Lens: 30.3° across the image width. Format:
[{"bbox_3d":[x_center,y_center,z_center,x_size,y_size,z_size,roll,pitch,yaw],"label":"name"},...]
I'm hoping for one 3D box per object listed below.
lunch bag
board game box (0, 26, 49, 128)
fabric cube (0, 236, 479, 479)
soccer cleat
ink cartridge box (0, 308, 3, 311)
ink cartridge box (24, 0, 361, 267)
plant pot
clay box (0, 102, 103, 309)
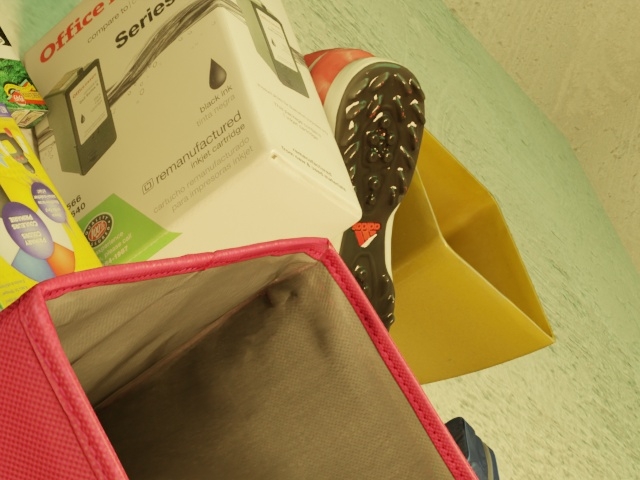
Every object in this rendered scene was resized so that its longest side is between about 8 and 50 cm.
[{"bbox_3d":[0.137,0.228,1.171,0.065,0.067,0.098,49,19,-19],"label":"lunch bag"},{"bbox_3d":[-0.297,-0.141,0.803,0.136,0.030,0.260,61,20,7],"label":"board game box"},{"bbox_3d":[-0.076,0.175,0.471,0.254,0.258,0.259,60,19,9],"label":"fabric cube"},{"bbox_3d":[0.000,0.000,0.970,0.109,0.318,0.116,2,17,-33],"label":"soccer cleat"},{"bbox_3d":[-0.203,0.070,0.591,0.122,0.088,0.052,31,28,-51],"label":"ink cartridge box"},{"bbox_3d":[-0.109,-0.086,0.900,0.115,0.198,0.273,31,30,-46],"label":"ink cartridge box"},{"bbox_3d":[0.074,0.026,1.168,0.212,0.187,0.212,39,25,-41],"label":"plant pot"},{"bbox_3d":[-0.196,0.016,0.748,0.222,0.053,0.127,57,20,5],"label":"clay box"}]
